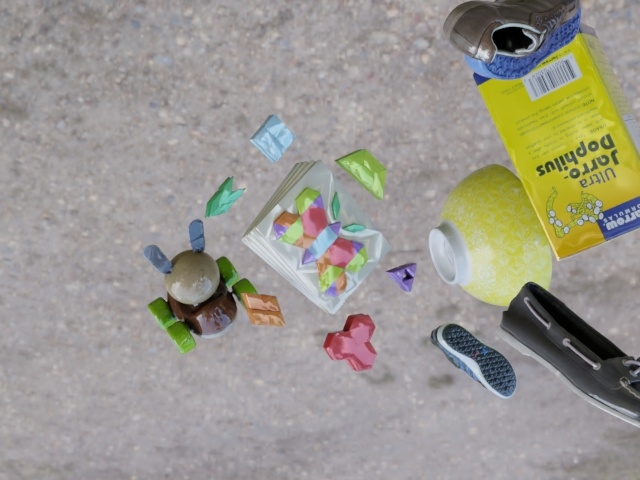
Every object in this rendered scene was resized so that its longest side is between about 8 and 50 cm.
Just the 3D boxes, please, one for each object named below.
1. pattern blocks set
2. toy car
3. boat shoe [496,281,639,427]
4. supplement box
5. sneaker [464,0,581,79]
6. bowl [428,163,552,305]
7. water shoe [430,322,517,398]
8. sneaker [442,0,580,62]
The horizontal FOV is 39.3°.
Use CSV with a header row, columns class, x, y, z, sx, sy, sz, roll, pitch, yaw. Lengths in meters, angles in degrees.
class,x,y,z,sx,sy,sz,roll,pitch,yaw
pattern blocks set,0.000,0.000,1.210,0.324,0.286,0.026,33,166,-25
toy car,-0.208,0.055,1.421,0.155,0.149,0.188,-34,133,-15
boat shoe,0.389,0.164,1.281,0.112,0.335,0.096,10,106,-40
supplement box,0.443,-0.173,1.558,0.195,0.357,0.194,-26,176,27
sneaker,0.226,-0.251,1.090,0.090,0.232,0.082,17,121,38
bowl,0.306,0.010,1.751,0.156,0.290,0.290,-18,145,-15
water shoe,0.310,0.238,1.803,0.203,0.073,0.080,44,161,-7
sneaker,0.217,-0.223,0.954,0.188,0.071,0.066,-20,147,-28
